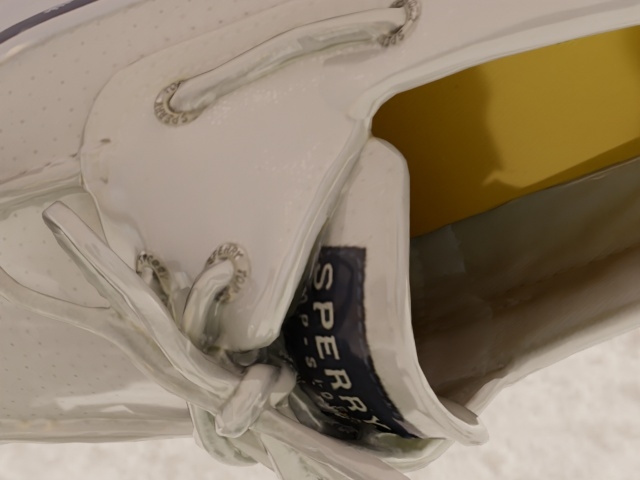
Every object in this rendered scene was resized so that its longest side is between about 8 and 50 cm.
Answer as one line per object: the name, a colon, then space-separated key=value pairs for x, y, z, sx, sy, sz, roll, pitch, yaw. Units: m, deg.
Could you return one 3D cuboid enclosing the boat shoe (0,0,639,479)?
boat shoe: x=0.005 y=0.005 z=0.400 sx=0.367 sy=0.136 sz=0.156 roll=-19 pitch=38 yaw=17
